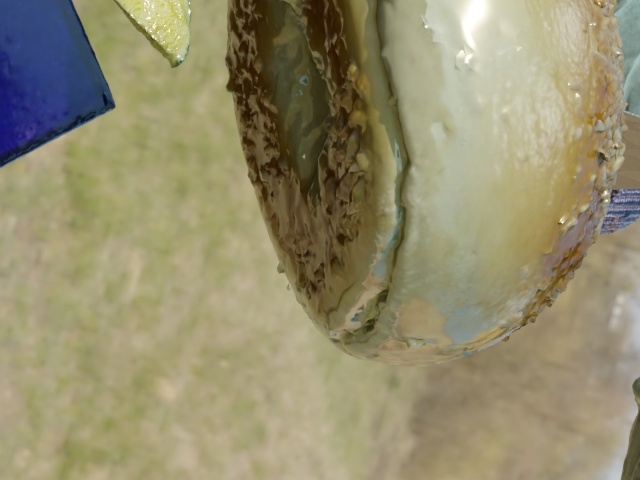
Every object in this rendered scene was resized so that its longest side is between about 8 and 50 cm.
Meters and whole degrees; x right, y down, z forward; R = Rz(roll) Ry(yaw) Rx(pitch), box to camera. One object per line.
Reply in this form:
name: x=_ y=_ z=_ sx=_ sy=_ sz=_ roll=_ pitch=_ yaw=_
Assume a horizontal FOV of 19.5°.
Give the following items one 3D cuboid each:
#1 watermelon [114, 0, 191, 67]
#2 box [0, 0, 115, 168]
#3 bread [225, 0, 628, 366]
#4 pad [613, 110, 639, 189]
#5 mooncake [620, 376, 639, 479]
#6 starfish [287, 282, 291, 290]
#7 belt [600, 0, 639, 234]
watermelon: x=-0.200 y=-0.264 z=1.902 sx=0.075 sy=0.181 sz=0.092 roll=-14 pitch=-143 yaw=50
box: x=-0.279 y=-0.147 z=1.028 sx=0.261 sy=0.116 sz=0.279 roll=-35 pitch=106 yaw=-46
bread: x=0.050 y=-0.090 z=0.938 sx=0.305 sy=0.159 sz=0.305 roll=170 pitch=-90 yaw=-75
pad: x=0.161 y=-0.057 z=1.125 sx=0.235 sy=0.158 sz=0.003 roll=0 pitch=-107 yaw=69
mooncake: x=0.328 y=0.207 z=1.338 sx=0.136 sy=0.250 sz=0.254 roll=20 pitch=74 yaw=-63
starfish: x=0.000 y=0.000 z=1.574 sx=0.086 sy=0.016 sz=0.092 roll=-61 pitch=175 yaw=-27
belt: x=0.226 y=-0.163 z=1.784 sx=0.122 sy=0.260 sz=0.325 roll=-2 pitch=77 yaw=-48
